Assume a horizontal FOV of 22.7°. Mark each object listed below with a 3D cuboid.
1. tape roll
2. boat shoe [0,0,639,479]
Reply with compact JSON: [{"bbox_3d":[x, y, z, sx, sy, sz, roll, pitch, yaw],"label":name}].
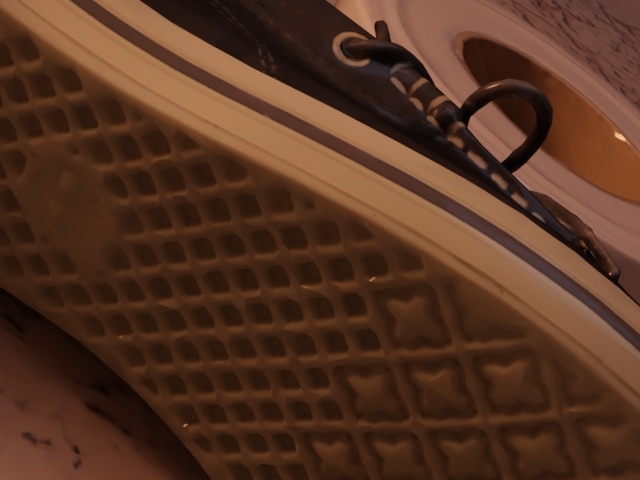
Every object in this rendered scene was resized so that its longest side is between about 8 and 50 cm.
[{"bbox_3d":[0.108,-0.036,0.920,0.286,0.100,0.286,31,25,-17],"label":"tape roll"},{"bbox_3d":[0.000,0.000,0.596,0.500,0.187,0.156,37,39,11],"label":"boat shoe"}]
